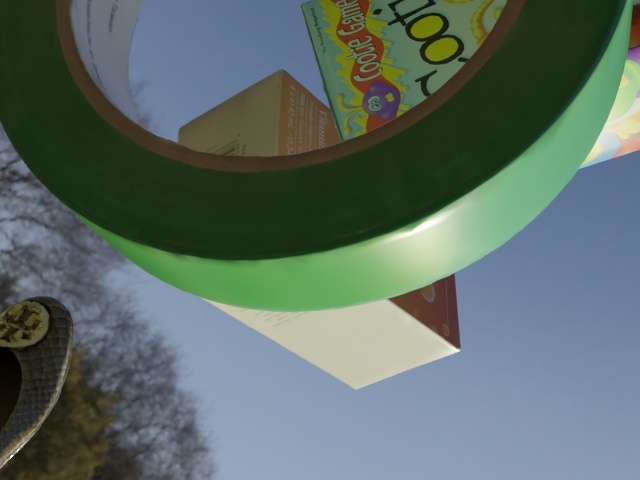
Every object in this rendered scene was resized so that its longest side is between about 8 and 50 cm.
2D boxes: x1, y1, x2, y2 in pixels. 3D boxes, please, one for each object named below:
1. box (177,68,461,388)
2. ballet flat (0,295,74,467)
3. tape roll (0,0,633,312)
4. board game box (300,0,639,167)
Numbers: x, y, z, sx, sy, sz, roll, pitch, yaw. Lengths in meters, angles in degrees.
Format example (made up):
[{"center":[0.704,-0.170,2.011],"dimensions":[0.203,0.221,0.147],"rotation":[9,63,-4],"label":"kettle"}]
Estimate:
[{"center":[0.000,0.000,1.202],"dimensions":[0.168,0.345,0.215],"rotation":[-25,-132,31],"label":"box"},{"center":[-0.263,0.142,0.732],"dimensions":[0.084,0.250,0.058],"rotation":[13,-27,32],"label":"ballet flat"},{"center":[-0.008,-0.126,0.513],"dimensions":[0.321,0.321,0.077],"rotation":[53,-2,27],"label":"tape roll"},{"center":[0.144,-0.134,0.792],"dimensions":[0.144,0.275,0.142],"rotation":[65,9,-59],"label":"board game box"}]
